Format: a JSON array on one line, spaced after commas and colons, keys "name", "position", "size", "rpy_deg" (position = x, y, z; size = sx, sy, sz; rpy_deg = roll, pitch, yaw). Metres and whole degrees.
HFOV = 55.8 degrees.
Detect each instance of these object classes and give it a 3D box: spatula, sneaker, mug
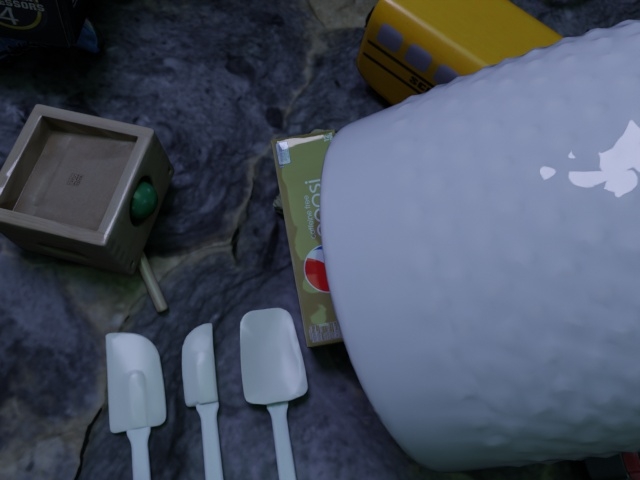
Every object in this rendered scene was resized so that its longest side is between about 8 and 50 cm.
[{"name": "spatula", "position": [-0.086, 0.184, 0.503], "size": [0.168, 0.019, 0.242], "rpy_deg": [-6, 72, -12]}, {"name": "sneaker", "position": [-0.294, -0.200, 0.593], "size": [0.162, 0.063, 0.073], "rpy_deg": [9, 88, -3]}, {"name": "mug", "position": [0.233, 0.012, 0.442], "size": [0.328, 0.374, 0.276], "rpy_deg": [-18, 59, 26]}]

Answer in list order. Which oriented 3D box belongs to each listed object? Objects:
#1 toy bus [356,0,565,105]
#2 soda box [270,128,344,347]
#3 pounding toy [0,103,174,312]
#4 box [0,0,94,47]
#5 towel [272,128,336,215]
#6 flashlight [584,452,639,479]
[{"name": "toy bus", "position": [0.201, -0.132, 0.601], "size": [0.333, 0.130, 0.108], "rpy_deg": [36, 69, 4]}, {"name": "soda box", "position": [0.000, 0.000, 0.536], "size": [0.058, 0.061, 0.181], "rpy_deg": [-9, 85, -2]}, {"name": "pounding toy", "position": [-0.191, -0.025, 0.529], "size": [0.141, 0.100, 0.130], "rpy_deg": [13, 68, 7]}, {"name": "box", "position": [-0.350, -0.371, 0.582], "size": [0.318, 0.097, 0.395], "rpy_deg": [8, 58, -4]}, {"name": "towel", "position": [0.037, -0.039, 0.597], "size": [0.148, 0.027, 0.110], "rpy_deg": [27, 70, 0]}, {"name": "flashlight", "position": [0.335, 0.140, 0.430], "size": [0.103, 0.304, 0.103], "rpy_deg": [30, 57, -16]}]
